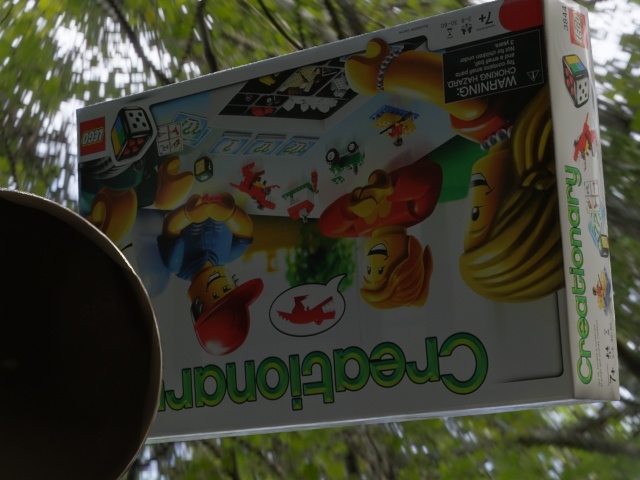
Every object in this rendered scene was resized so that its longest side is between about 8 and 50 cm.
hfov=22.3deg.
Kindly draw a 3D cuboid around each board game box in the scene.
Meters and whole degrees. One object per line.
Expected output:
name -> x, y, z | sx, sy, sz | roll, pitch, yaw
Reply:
board game box -> 0.000, 0.000, 0.838 | 0.305, 0.053, 0.193 | -10, -102, 35

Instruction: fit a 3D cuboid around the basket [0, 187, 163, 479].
basket -> -0.161, 0.067, 0.676 | 0.154, 0.227, 0.204 | 15, -107, -20
